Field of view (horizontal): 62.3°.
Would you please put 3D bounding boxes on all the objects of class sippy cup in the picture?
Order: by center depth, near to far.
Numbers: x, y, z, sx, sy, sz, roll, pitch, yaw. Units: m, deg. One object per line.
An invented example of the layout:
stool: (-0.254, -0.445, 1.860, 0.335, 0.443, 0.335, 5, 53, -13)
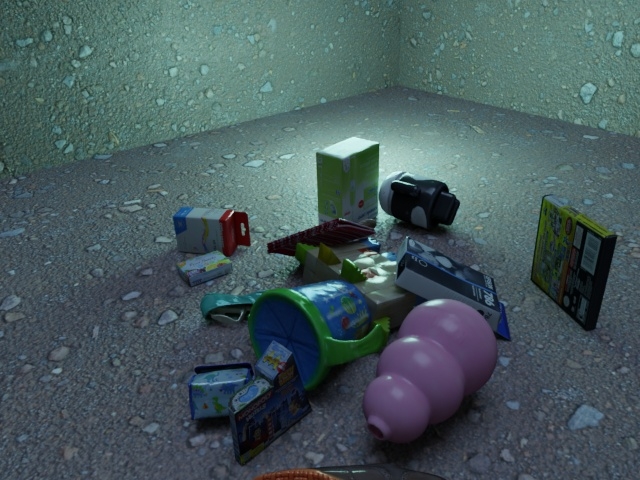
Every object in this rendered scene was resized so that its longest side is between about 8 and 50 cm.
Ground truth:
sippy cup: (-0.008, 0.198, 1.233, 0.305, 0.240, 0.224, 44, 38, 24)

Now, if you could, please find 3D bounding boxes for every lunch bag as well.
lunch bag: (-0.209, 0.316, 1.144, 0.129, 0.096, 0.151, -4, 0, -3)

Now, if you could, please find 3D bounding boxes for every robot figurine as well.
robot figurine: (0.340, -0.145, 1.851, 0.278, 0.209, 0.173, 21, 48, 31)

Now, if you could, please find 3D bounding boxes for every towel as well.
towel: (0.000, 0.000, 1.562, 0.275, 0.031, 0.199, -19, -18, 33)

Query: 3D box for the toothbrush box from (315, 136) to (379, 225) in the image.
toothbrush box: (0.098, -0.191, 1.844, 0.122, 0.283, 0.206, 24, 37, 36)

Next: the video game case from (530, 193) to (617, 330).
video game case: (0.647, 0.051, 1.379, 0.035, 0.274, 0.248, -11, 30, -10)

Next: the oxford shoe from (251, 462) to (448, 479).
oxford shoe: (0.054, 0.446, 0.902, 0.364, 0.130, 0.133, -1, -5, 16)

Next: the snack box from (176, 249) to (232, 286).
snack box: (-0.356, 0.084, 1.627, 0.141, 0.037, 0.100, -20, 32, -30)

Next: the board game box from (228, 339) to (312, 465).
board game box: (-0.106, 0.307, 1.046, 0.060, 0.194, 0.194, 24, 37, 38)

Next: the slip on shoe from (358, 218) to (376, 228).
slip on shoe: (0.133, -0.036, 1.799, 0.135, 0.051, 0.041, -15, 26, -16)

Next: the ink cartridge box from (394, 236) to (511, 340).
ink cartridge box: (0.351, 0.118, 1.356, 0.333, 0.065, 0.165, 26, 30, -5)

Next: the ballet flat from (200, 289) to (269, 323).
ballet flat: (-0.197, 0.185, 1.411, 0.247, 0.083, 0.087, -2, 53, 0)

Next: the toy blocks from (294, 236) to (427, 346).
toy blocks: (0.143, 0.109, 1.439, 0.261, 0.190, 0.381, -11, 32, -37)

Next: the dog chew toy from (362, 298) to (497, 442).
dog chew toy: (0.207, 0.263, 1.052, 0.207, 0.206, 0.332, 22, 44, 36)

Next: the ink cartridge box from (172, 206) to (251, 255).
ink cartridge box: (-0.352, -0.029, 1.730, 0.231, 0.134, 0.078, 4, 29, 12)
